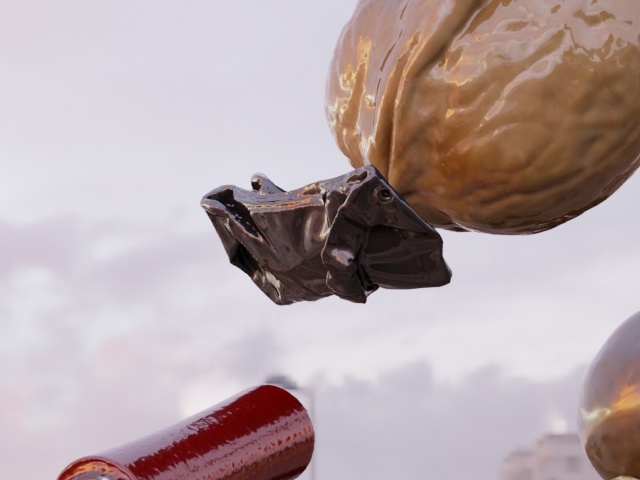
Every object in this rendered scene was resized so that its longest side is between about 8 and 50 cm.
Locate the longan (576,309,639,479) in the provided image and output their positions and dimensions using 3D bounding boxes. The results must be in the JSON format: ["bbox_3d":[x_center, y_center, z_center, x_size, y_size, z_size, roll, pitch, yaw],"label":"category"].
[{"bbox_3d":[0.405,0.181,2.064,0.248,0.248,0.248,0,-15,0],"label":"longan"}]

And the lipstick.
[{"bbox_3d":[-0.089,0.158,1.272,0.080,0.080,0.241,-9,5,28],"label":"lipstick"}]

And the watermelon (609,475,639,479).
[{"bbox_3d":[0.337,0.307,1.985,0.105,0.105,0.062,-14,-23,41],"label":"watermelon"}]

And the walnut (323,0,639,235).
[{"bbox_3d":[0.159,-0.143,1.576,0.277,0.313,0.252,41,-14,9],"label":"walnut"}]

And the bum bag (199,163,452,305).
[{"bbox_3d":[0.000,0.000,1.468,0.123,0.060,0.248,56,-27,-18],"label":"bum bag"}]
